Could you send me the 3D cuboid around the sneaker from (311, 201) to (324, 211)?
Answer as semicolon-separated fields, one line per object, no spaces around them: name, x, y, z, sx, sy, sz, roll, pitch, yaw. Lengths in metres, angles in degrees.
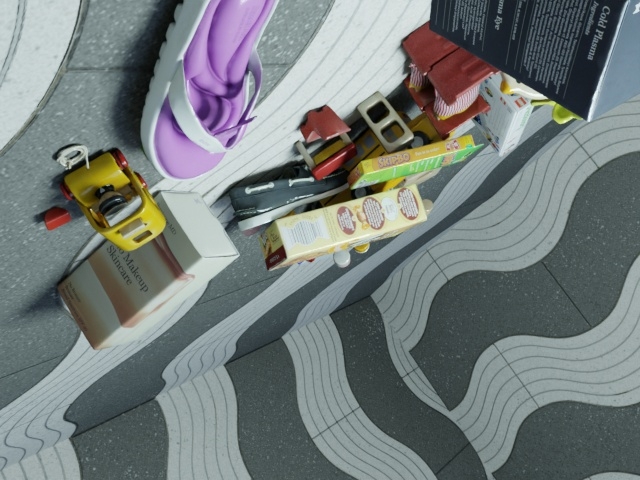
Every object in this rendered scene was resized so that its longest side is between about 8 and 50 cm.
sneaker;0.008;-0.044;1.835;0.106;0.101;0.267;-27;166;-39

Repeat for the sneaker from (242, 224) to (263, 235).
sneaker;-0.147;-0.058;1.510;0.134;0.051;0.070;-46;161;32

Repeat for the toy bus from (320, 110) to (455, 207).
toy bus;0.139;-0.180;1.578;0.333;0.130;0.108;-42;164;31

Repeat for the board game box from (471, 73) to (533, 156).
board game box;0.373;-0.313;1.528;0.053;0.192;0.305;-34;168;1

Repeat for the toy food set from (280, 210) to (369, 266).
toy food set;0.000;0.000;1.672;0.104;0.233;0.111;72;36;-78

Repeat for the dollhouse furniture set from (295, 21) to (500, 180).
dollhouse furniture set;0.136;-0.235;1.317;0.374;0.152;0.201;-34;167;2

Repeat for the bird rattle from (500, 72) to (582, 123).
bird rattle;0.425;-0.341;1.248;0.207;0.143;0.253;-1;117;-8

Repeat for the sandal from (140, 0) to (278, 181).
sandal;-0.131;-0.186;0.885;0.169;0.102;0.416;-29;161;-30

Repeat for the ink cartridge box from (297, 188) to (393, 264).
ink cartridge box;0.067;-0.047;2.045;0.324;0.071;0.330;-40;167;28

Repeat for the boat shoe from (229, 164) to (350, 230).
boat shoe;-0.053;-0.111;1.445;0.303;0.091;0.114;-26;-171;-41

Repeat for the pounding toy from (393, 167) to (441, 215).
pounding toy;0.213;-0.161;1.663;0.181;0.206;0.094;-29;166;-21

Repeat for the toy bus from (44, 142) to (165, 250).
toy bus;-0.298;-0.052;1.028;0.202;0.104;0.191;-20;161;-49

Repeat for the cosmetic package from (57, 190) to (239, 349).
cosmetic package;-0.318;0.056;1.279;0.296;0.153;0.129;-40;167;19

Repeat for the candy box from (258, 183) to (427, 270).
candy box;0.043;-0.026;1.483;0.317;0.087;0.183;-15;175;-18

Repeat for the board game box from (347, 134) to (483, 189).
board game box;0.191;-0.159;1.410;0.260;0.039;0.124;-12;173;-13

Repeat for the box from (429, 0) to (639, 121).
box;0.390;-0.368;0.998;0.343;0.312;0.178;-28;140;-23
